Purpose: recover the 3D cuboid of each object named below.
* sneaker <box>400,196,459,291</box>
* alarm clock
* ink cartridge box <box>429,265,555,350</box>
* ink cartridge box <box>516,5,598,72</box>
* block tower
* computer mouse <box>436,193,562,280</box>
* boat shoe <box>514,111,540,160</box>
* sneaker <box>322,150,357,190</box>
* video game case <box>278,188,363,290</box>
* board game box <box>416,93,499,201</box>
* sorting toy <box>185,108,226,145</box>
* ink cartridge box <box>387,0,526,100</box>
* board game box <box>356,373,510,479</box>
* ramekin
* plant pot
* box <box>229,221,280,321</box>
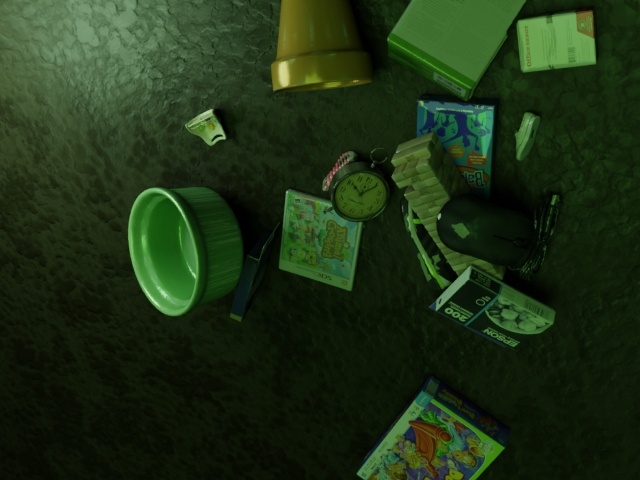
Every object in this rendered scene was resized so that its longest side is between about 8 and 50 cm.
[{"bbox_3d":[0.248,-0.001,1.763,0.097,0.084,0.235,-22,106,6],"label":"sneaker"},{"bbox_3d":[0.092,-0.123,1.746,0.129,0.064,0.192,20,121,-19],"label":"alarm clock"},{"bbox_3d":[0.361,0.161,1.733,0.206,0.045,0.208,27,145,-4],"label":"ink cartridge box"},{"bbox_3d":[0.440,-0.372,1.489,0.135,0.056,0.099,-1,113,24],"label":"ink cartridge box"},{"bbox_3d":[0.268,-0.056,1.652,0.097,0.091,0.335,-17,122,39],"label":"block tower"},{"bbox_3d":[0.358,-0.018,1.587,0.272,0.072,0.189,10,103,-23],"label":"computer mouse"},{"bbox_3d":[0.406,-0.209,1.603,0.035,0.035,0.100,38,133,36],"label":"boat shoe"},{"bbox_3d":[0.055,-0.147,1.789,0.057,0.047,0.119,28,126,-17],"label":"sneaker"},{"bbox_3d":[0.000,0.000,1.891,0.193,0.023,0.213,16,120,16],"label":"video game case"},{"bbox_3d":[0.279,-0.189,1.657,0.160,0.047,0.210,8,119,21],"label":"board game box"},{"bbox_3d":[-0.256,-0.260,1.869,0.083,0.045,0.075,-19,113,30],"label":"sorting toy"},{"bbox_3d":[0.272,-0.427,1.526,0.188,0.097,0.255,32,89,7],"label":"ink cartridge box"},{"bbox_3d":[0.274,0.525,1.994,0.233,0.078,0.347,34,123,6],"label":"board game box"},{"bbox_3d":[-0.315,0.016,1.909,0.303,0.148,0.304,16,112,46],"label":"ramekin"},{"bbox_3d":[-0.003,-0.402,1.604,0.205,0.205,0.188,-2,98,25],"label":"plant pot"},{"bbox_3d":[-0.156,0.068,1.926,0.036,0.136,0.225,23,121,4],"label":"box"}]
